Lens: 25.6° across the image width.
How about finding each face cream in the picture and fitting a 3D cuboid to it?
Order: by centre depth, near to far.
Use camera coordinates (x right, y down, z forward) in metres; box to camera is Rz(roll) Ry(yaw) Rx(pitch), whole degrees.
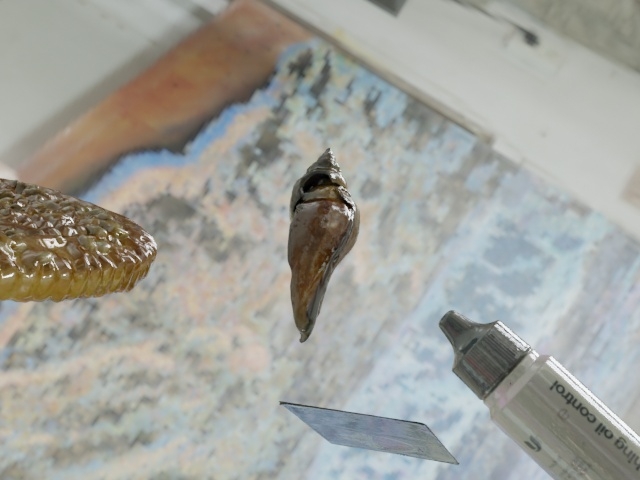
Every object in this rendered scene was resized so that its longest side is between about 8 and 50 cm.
[{"bbox_3d":[0.234,0.180,1.373,0.092,0.311,0.092,-46,171,-9],"label":"face cream"}]

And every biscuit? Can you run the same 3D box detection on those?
[{"bbox_3d":[-0.233,-0.016,0.729,0.305,0.305,0.038,-18,118,-75],"label":"biscuit"}]

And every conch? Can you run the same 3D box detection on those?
[{"bbox_3d":[0.004,-0.004,1.527,0.232,0.080,0.086,-91,165,-48],"label":"conch"}]

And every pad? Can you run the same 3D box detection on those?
[{"bbox_3d":[0.060,0.224,1.628,0.245,0.170,0.006,53,47,-67],"label":"pad"}]
